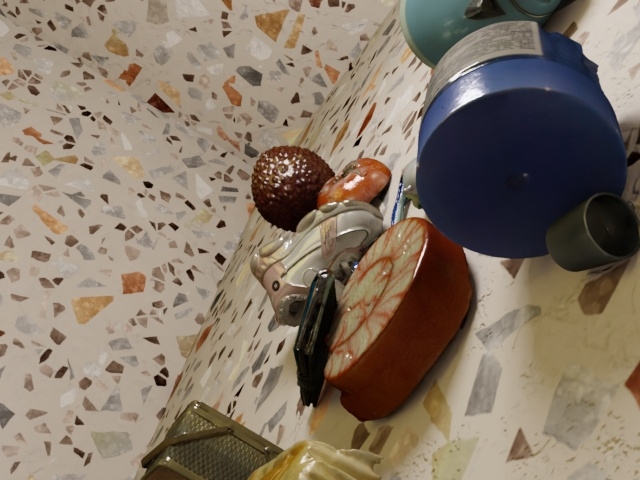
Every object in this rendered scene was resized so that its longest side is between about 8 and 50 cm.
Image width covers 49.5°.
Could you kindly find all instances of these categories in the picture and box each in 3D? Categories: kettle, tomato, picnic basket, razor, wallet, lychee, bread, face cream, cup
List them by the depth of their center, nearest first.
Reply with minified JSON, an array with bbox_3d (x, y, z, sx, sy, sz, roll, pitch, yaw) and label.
[{"bbox_3d":[0.318,-0.012,0.801,0.100,0.078,0.077,-32,-4,-26],"label":"cup"},{"bbox_3d":[0.254,-0.137,0.911,0.249,0.249,0.225,-49,17,38],"label":"face cream"},{"bbox_3d":[-0.045,0.429,0.993,0.236,0.183,0.388,-49,-1,-34],"label":"bread"},{"bbox_3d":[0.124,0.110,1.144,0.295,0.114,0.327,-52,12,30],"label":"bread"},{"bbox_3d":[-0.186,0.431,1.275,0.165,0.267,0.139,-50,10,45],"label":"picnic basket"},{"bbox_3d":[-0.006,0.192,1.300,0.317,0.044,0.169,86,-159,-60],"label":"wallet"},{"bbox_3d":[0.375,-0.509,1.410,0.319,0.247,0.342,-36,14,-17],"label":"kettle"},{"bbox_3d":[0.154,-0.025,1.497,0.056,0.093,0.324,3,49,30],"label":"razor"},{"bbox_3d":[0.077,-0.139,1.838,0.237,0.095,0.237,-40,11,9],"label":"tomato"},{"bbox_3d":[-0.081,-0.163,2.161,0.275,0.276,0.304,-49,54,38],"label":"lychee"}]

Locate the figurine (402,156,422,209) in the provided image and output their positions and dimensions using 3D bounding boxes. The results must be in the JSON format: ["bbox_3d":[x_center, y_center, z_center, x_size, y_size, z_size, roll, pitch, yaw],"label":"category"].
[{"bbox_3d":[0.232,-0.152,1.397,0.147,0.093,0.197,12,62,53],"label":"figurine"}]

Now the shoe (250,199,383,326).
[{"bbox_3d":[0.012,0.060,1.623,0.351,0.172,0.198,-33,60,23],"label":"shoe"}]
